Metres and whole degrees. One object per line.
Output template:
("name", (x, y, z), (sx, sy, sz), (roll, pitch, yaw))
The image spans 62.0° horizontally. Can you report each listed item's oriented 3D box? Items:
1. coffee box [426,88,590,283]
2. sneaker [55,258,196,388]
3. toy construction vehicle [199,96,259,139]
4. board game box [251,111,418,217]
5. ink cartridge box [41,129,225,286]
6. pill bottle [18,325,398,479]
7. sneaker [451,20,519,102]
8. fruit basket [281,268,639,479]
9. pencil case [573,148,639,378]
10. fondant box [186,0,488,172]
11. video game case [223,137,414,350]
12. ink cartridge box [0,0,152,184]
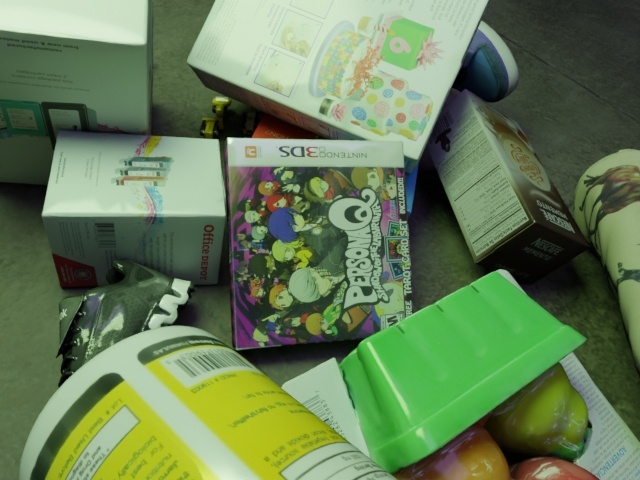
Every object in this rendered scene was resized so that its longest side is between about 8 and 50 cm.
("coffee box", (0.253, -0.077, 0.754), (0.141, 0.098, 0.246), (16, 46, -36))
("sneaker", (-0.211, 0.106, 0.500), (0.106, 0.078, 0.234), (34, 42, -14))
("toy construction vehicle", (-0.136, -0.181, 0.817), (0.086, 0.035, 0.098), (0, 47, -2))
("board game box", (0.035, -0.163, 0.825), (0.242, 0.064, 0.316), (17, 48, -1))
("ink cartridge box", (-0.201, -0.033, 0.602), (0.176, 0.128, 0.127), (1, 50, -16))
("pill bottle", (-0.034, 0.211, 0.342), (0.334, 0.188, 0.188), (28, 45, 35))
("sneaker", (0.129, -0.284, 0.851), (0.323, 0.130, 0.236), (43, 69, 4))
("fruit basket", (0.174, 0.226, 0.503), (0.327, 0.165, 0.353), (-22, 75, -30))
("pencil case", (0.423, 0.070, 0.628), (0.160, 0.183, 0.410), (-18, 36, 24))
("fondant box", (0.023, -0.267, 0.724), (0.330, 0.096, 0.238), (24, 86, 6))
("video game case", (0.000, 0.000, 0.609), (0.210, 0.042, 0.232), (-1, 86, -15))
("ink cartridge box", (-0.295, -0.211, 0.607), (0.197, 0.270, 0.198), (1, 66, -17))
